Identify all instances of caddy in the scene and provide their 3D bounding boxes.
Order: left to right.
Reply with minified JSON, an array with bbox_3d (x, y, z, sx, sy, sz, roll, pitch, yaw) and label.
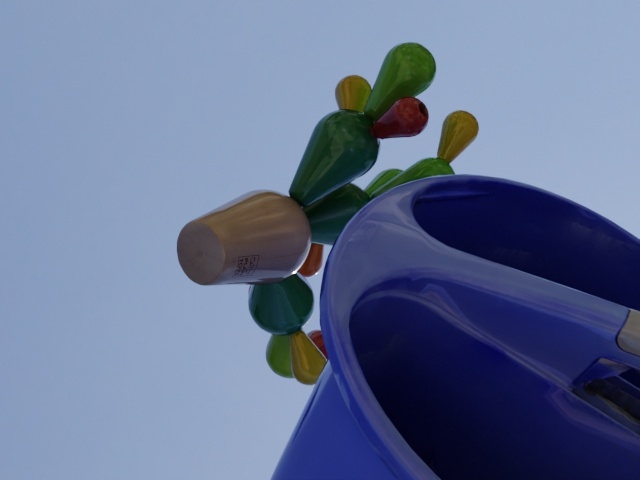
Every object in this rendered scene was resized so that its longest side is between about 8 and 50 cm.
[{"bbox_3d":[0.139,0.109,0.793,0.341,0.179,0.241,32,-140,-1],"label":"caddy"}]

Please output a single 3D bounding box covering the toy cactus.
[{"bbox_3d":[0.000,0.000,0.913,0.112,0.219,0.180,47,-145,21],"label":"toy cactus"}]
